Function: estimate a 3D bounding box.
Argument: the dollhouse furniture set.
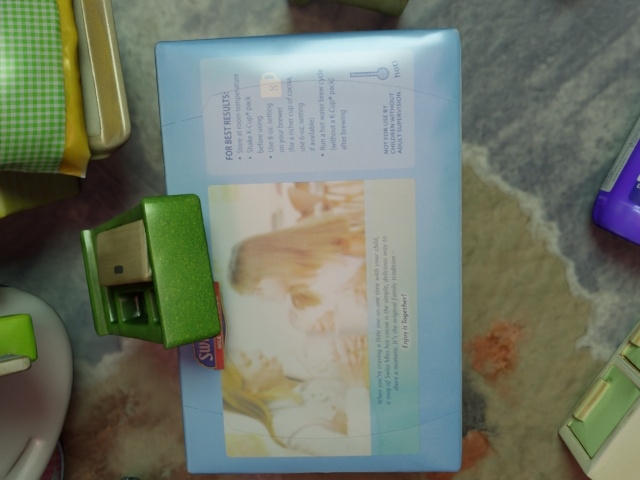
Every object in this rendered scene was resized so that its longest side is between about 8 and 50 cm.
[{"bbox_3d":[-0.209,-0.065,0.482,0.197,0.151,0.302,-10,90,-33],"label":"dollhouse furniture set"}]

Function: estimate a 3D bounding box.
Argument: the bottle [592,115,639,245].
[{"bbox_3d":[0.371,-0.118,0.672,0.118,0.092,0.283,24,100,-3],"label":"bottle"}]

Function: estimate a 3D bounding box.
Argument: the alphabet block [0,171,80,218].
[{"bbox_3d":[-0.356,-0.116,0.649,0.192,0.193,0.197,-6,100,5],"label":"alphabet block"}]

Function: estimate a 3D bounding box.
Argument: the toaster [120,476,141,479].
[{"bbox_3d":[-0.234,0.364,0.770,0.226,0.129,0.147,-30,102,5],"label":"toaster"}]

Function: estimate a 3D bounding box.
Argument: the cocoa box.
[{"bbox_3d":[0.000,0.000,0.639,0.231,0.228,0.347,-2,100,3],"label":"cocoa box"}]

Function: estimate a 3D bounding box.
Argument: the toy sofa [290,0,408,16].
[{"bbox_3d":[0.030,-0.389,0.606,0.177,0.150,0.363,13,101,-2],"label":"toy sofa"}]

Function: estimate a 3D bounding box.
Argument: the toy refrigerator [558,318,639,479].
[{"bbox_3d":[0.359,0.125,0.714,0.094,0.102,0.270,31,101,-4],"label":"toy refrigerator"}]

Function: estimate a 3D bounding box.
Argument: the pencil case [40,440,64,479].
[{"bbox_3d":[-0.420,0.255,0.762,0.272,0.113,0.124,2,118,2],"label":"pencil case"}]

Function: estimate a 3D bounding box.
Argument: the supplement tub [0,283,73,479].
[{"bbox_3d":[-0.424,0.124,0.635,0.331,0.241,0.241,13,101,12],"label":"supplement tub"}]
